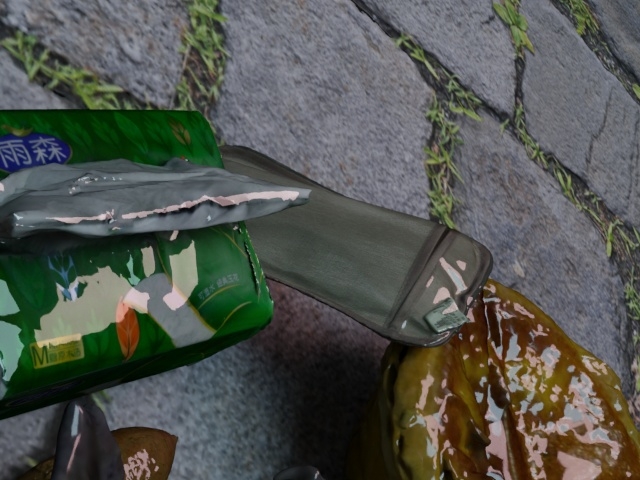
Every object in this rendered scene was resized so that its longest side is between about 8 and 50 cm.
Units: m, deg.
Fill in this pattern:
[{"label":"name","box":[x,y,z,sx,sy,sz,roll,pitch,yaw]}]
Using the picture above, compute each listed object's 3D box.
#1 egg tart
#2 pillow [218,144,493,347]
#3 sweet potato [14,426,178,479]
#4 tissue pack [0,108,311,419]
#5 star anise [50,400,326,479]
[{"label":"egg tart","box":[0.132,0.196,0.804,0.339,0.153,0.351,-27,90,-55]},{"label":"pillow","box":[0.000,0.000,0.758,0.233,0.038,0.130,20,41,12]},{"label":"sweet potato","box":[-0.139,0.147,0.578,0.068,0.060,0.206,37,39,25]},{"label":"tissue pack","box":[-0.123,0.001,0.607,0.209,0.156,0.148,-10,74,-52]},{"label":"star anise","box":[-0.135,0.216,0.446,0.359,0.139,0.316,-32,65,-23]}]
